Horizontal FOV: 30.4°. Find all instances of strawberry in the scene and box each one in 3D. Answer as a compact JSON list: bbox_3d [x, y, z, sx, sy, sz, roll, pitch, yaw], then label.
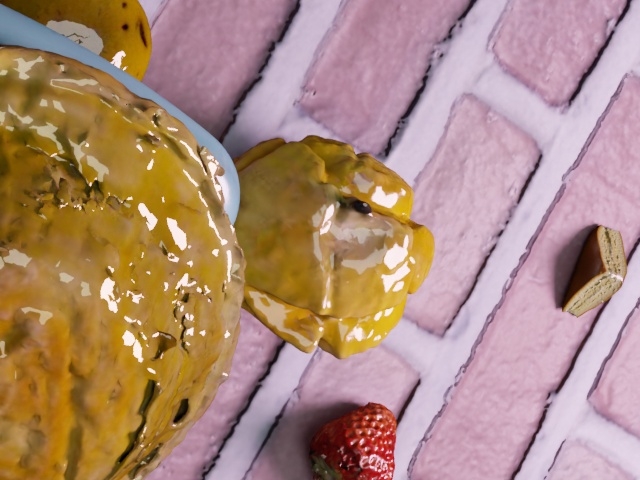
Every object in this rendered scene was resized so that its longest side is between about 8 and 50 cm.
[{"bbox_3d":[0.032,0.161,0.905,0.083,0.073,0.073,-39,110,-30],"label":"strawberry"}]

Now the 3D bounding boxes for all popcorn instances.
[{"bbox_3d":[0.000,0.000,0.829,0.148,0.152,0.167,-45,97,-11],"label":"popcorn"}]

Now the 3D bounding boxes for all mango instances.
[{"bbox_3d":[-0.184,-0.110,0.775,0.161,0.076,0.103,-40,117,-4],"label":"mango"}]

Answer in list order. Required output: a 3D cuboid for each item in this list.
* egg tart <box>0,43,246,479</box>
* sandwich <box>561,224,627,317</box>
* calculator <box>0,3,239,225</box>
[{"bbox_3d":[-0.192,0.056,0.678,0.341,0.132,0.341,-6,119,-11],"label":"egg tart"},{"bbox_3d":[0.234,0.027,0.984,0.031,0.044,0.083,23,85,-19],"label":"sandwich"},{"bbox_3d":[-0.235,-0.024,0.729,0.386,0.054,0.256,23,111,-23],"label":"calculator"}]
